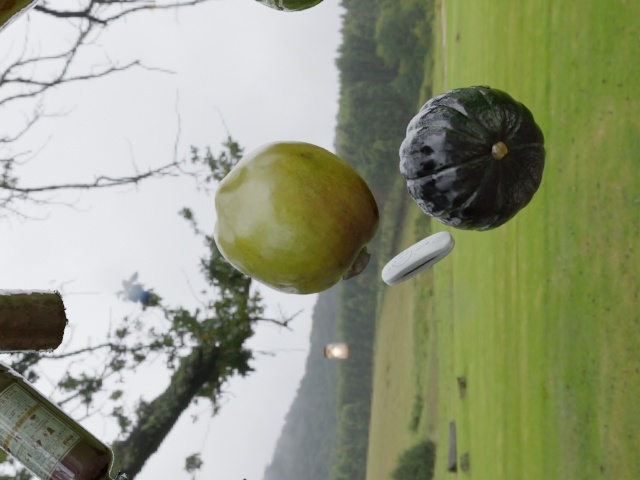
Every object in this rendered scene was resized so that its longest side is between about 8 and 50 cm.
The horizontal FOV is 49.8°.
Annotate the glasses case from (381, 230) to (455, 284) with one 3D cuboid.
[{"bbox_3d":[0.234,0.043,1.659,0.049,0.197,0.076,49,-159,-23],"label":"glasses case"}]

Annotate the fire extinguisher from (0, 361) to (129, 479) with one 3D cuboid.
[{"bbox_3d":[-0.300,0.239,0.758,0.099,0.231,0.071,-52,-8,-7],"label":"fire extinguisher"}]

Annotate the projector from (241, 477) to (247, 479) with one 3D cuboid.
[{"bbox_3d":[-0.189,0.448,0.846,0.259,0.079,0.257,-57,-12,30],"label":"projector"}]

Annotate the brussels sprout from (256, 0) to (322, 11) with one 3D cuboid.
[{"bbox_3d":[-0.048,-0.510,1.202,0.244,0.244,0.243,0,-90,-86],"label":"brussels sprout"}]

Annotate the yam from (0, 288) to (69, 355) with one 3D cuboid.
[{"bbox_3d":[-0.625,0.159,1.328,0.238,0.128,0.129,3,-130,-50],"label":"yam"}]

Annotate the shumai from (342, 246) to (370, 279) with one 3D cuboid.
[{"bbox_3d":[0.002,0.001,1.445,0.184,0.218,0.185,-109,20,-78],"label":"shumai"}]

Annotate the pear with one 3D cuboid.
[{"bbox_3d":[-0.031,-0.028,0.861,0.200,0.200,0.199,0,-90,-86],"label":"pear"}]

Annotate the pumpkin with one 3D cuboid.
[{"bbox_3d":[0.227,-0.121,1.023,0.162,0.221,0.220,169,102,-73],"label":"pumpkin"}]

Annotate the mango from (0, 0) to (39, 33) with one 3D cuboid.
[{"bbox_3d":[-0.469,-0.336,0.890,0.317,0.211,0.172,-44,-70,-36],"label":"mango"}]
